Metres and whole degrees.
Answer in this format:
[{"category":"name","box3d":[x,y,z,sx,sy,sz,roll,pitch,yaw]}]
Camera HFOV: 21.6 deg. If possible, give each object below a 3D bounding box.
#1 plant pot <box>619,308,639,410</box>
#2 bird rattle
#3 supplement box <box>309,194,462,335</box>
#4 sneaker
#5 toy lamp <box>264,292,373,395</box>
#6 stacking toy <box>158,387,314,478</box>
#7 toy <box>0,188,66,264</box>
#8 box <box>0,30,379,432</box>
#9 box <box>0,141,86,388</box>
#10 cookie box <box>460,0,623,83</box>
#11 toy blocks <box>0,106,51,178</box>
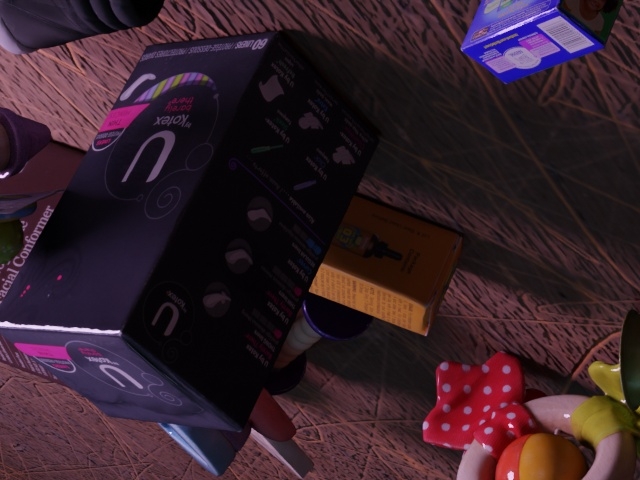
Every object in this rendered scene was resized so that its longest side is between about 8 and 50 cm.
[{"category":"plant pot","box3d":[0.292,0.097,1.364,0.079,0.083,0.083,-3,146,24]},{"category":"bird rattle","box3d":[0.196,0.182,1.487,0.253,0.207,0.143,1,129,27]},{"category":"supplement box","box3d":[0.000,0.000,1.439,0.233,0.078,0.080,21,156,12]},{"category":"sneaker","box3d":[-0.194,-0.249,1.119,0.146,0.105,0.296,-2,139,22]},{"category":"toy lamp","box3d":[-0.027,0.099,1.668,0.080,0.080,0.275,29,154,-7]},{"category":"stacking toy","box3d":[-0.166,0.165,1.754,0.309,0.130,0.279,36,165,34]},{"category":"toy","box3d":[-0.269,-0.004,1.237,0.136,0.056,0.237,-5,-178,2]},{"category":"box","box3d":[-0.099,-0.009,1.280,0.165,0.270,0.143,-1,145,45]},{"category":"box","box3d":[-0.330,-0.007,1.614,0.381,0.191,0.143,18,155,15]},{"category":"cookie box","box3d":[0.138,-0.152,0.959,0.040,0.107,0.092,35,155,-22]},{"category":"toy blocks","box3d":[-0.346,-0.183,1.300,0.288,0.260,0.309,-3,99,43]}]
